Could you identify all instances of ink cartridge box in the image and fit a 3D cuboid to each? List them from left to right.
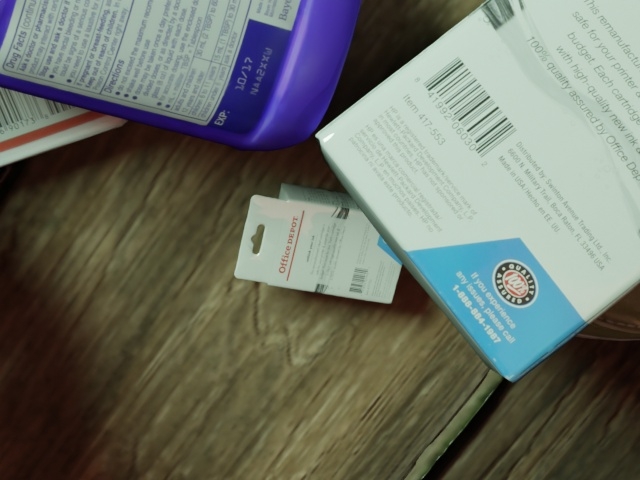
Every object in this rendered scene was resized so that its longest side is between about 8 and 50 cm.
[{"bbox_3d":[0.000,0.000,0.684,0.083,0.028,0.048,10,110,-12],"label":"ink cartridge box"},{"bbox_3d":[0.114,-0.048,0.615,0.190,0.082,0.139,-38,87,-2],"label":"ink cartridge box"}]

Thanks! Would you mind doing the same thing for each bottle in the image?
[{"bbox_3d":[-0.122,-0.119,0.551,0.283,0.092,0.118,12,99,-28],"label":"bottle"}]

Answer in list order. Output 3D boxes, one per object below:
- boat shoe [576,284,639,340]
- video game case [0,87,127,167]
[{"bbox_3d":[0.241,0.003,0.682,0.302,0.094,0.109,-6,113,-5],"label":"boat shoe"},{"bbox_3d":[-0.229,-0.150,0.594,0.204,0.025,0.285,-18,114,0],"label":"video game case"}]
